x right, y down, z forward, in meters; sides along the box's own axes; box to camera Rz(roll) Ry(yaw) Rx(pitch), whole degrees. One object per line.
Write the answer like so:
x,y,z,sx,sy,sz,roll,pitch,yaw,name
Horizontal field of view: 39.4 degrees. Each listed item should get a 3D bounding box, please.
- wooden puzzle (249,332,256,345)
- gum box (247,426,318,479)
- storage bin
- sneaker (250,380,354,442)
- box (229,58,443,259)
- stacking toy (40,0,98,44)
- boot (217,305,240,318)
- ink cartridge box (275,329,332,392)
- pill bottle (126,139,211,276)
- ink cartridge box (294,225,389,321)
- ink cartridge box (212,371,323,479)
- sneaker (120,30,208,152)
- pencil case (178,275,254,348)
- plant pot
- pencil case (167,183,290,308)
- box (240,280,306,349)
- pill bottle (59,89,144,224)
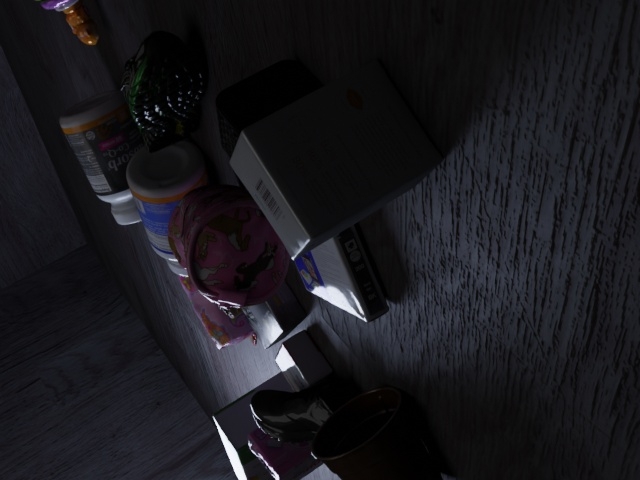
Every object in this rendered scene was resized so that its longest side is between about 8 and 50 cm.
-0.168,0.223,2.130,0.049,0.006,0.083,53,161,19,wooden puzzle
-0.041,0.388,1.763,0.107,0.188,0.062,49,159,28,gum box
-0.033,-0.116,1.073,0.180,0.122,0.084,50,160,26,storage bin
-0.004,0.305,1.618,0.286,0.109,0.130,9,122,29,sneaker
0.015,-0.083,0.924,0.130,0.170,0.091,58,160,6,box
-0.524,-0.513,1.747,0.302,0.165,0.175,58,180,-31,stacking toy
-0.212,0.081,1.880,0.158,0.084,0.059,43,162,3,boot
-0.034,0.242,1.731,0.099,0.056,0.135,56,161,12,ink cartridge box
-0.277,-0.055,1.762,0.152,0.152,0.272,46,158,36,pill bottle
0.000,0.000,1.288,0.206,0.045,0.208,23,141,62,ink cartridge box
-0.106,0.443,1.995,0.117,0.201,0.278,47,158,35,ink cartridge box
-0.284,-0.262,1.490,0.146,0.134,0.343,59,162,4,sneaker
-0.240,0.096,1.962,0.284,0.124,0.124,58,162,5,pencil case
0.098,0.347,1.403,0.165,0.167,0.167,56,163,-13,plant pot
-0.156,0.001,1.435,0.167,0.160,0.386,66,170,-11,pencil case
-0.117,0.107,1.741,0.183,0.056,0.231,58,162,6,box
-0.463,-0.187,2.031,0.162,0.162,0.278,26,143,59,pill bottle
